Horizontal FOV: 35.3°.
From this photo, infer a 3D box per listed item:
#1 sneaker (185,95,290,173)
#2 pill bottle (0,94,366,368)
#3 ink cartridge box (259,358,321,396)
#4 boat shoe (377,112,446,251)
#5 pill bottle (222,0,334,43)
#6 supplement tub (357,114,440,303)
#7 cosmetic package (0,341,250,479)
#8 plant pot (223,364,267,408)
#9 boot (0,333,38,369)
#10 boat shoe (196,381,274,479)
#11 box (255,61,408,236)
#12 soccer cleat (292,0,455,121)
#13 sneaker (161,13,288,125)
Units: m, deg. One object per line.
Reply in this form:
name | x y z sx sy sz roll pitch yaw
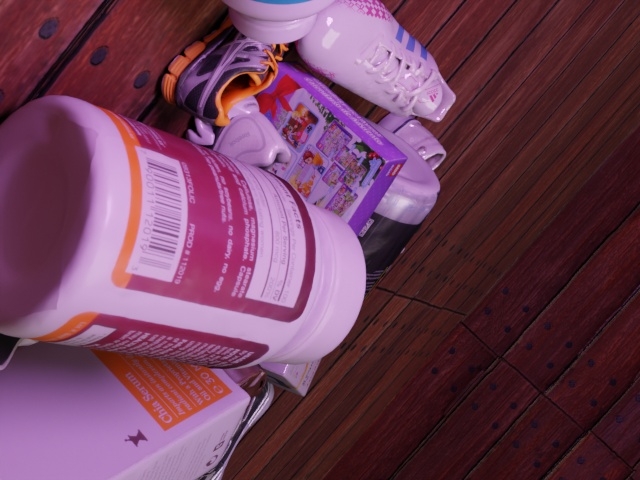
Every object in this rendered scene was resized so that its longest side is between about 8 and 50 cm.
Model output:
sneaker | -0.134 -0.043 1.246 0.110 0.118 0.292 -25 152 -50
pill bottle | -0.142 0.013 1.030 0.392 0.224 0.224 19 114 -49
ink cartridge box | -0.053 0.179 1.807 0.154 0.093 0.212 -64 166 -14
boat shoe | 0.066 -0.030 1.614 0.367 0.156 0.136 -46 160 -4
pill bottle | -0.037 -0.301 0.906 0.146 0.146 0.264 -37 159 -25
supplement tub | 0.000 0.000 1.434 0.338 0.207 0.207 -55 159 23
cosmetic package | -0.333 0.256 1.247 0.453 0.230 0.161 -26 151 -46
plant pot | -0.179 0.189 1.523 0.167 0.165 0.167 -40 159 -19
boot | -0.392 0.087 1.040 0.176 0.088 0.244 -9 -171 2
boat shoe | -0.222 0.374 1.894 0.335 0.121 0.119 -56 154 -8
box | -0.042 -0.051 1.288 0.057 0.201 0.293 -15 143 -54
soccer cleat | 0.088 -0.229 1.299 0.116 0.143 0.331 -52 159 15
sneaker | -0.073 -0.209 1.101 0.215 0.083 0.084 -47 159 -4
